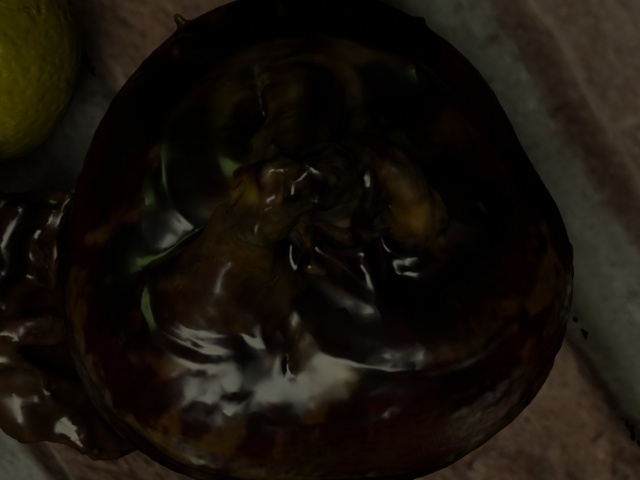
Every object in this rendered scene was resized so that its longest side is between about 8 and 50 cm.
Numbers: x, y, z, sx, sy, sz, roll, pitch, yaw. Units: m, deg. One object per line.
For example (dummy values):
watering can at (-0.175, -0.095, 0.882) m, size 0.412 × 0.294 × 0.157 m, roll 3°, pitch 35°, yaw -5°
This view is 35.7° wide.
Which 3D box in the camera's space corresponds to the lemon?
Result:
lemon at (-0.176, -0.090, 0.498) m, size 0.109 × 0.109 × 0.133 m, roll 29°, pitch 122°, yaw 2°

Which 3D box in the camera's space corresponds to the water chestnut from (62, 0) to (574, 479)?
water chestnut at (0.000, 0.000, 0.425) m, size 0.223 × 0.224 × 0.238 m, roll 20°, pitch 157°, yaw 6°

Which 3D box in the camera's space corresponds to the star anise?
star anise at (-0.216, 0.041, 0.499) m, size 0.237 × 0.346 × 0.148 m, roll -25°, pitch 67°, yaw 38°
